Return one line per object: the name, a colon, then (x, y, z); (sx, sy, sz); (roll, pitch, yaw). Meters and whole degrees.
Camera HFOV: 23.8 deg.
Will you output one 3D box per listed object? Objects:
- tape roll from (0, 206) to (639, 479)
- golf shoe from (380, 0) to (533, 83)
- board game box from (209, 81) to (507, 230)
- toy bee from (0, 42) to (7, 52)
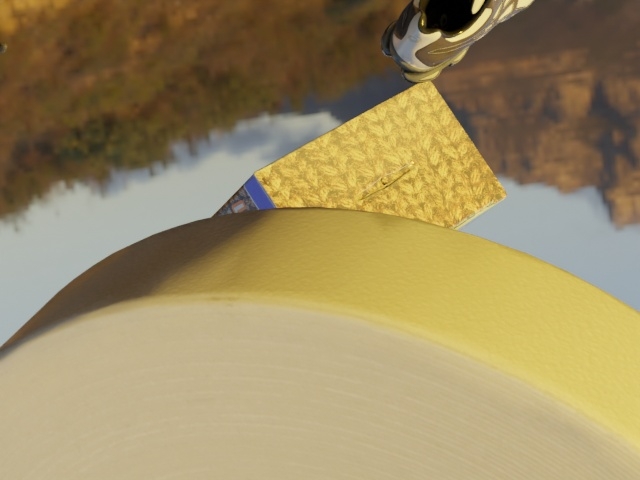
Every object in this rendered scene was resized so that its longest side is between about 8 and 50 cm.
tape roll: (0.016, 0.175, 0.587); (0.392, 0.392, 0.072); (-4, -156, 25)
golf shoe: (0.134, -0.209, 1.223); (0.198, 0.077, 0.094); (-49, 178, -15)
board game box: (0.000, 0.000, 1.516); (0.232, 0.141, 0.291); (-31, 175, -34)
toy bee: (-0.205, -0.223, 0.846); (0.298, 0.162, 0.195); (42, -170, 26)
